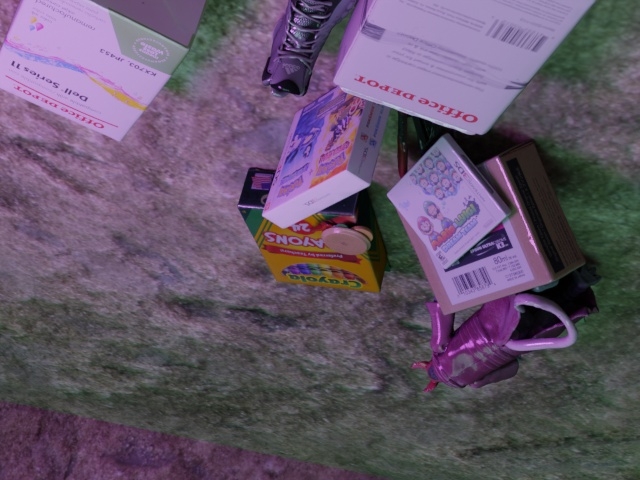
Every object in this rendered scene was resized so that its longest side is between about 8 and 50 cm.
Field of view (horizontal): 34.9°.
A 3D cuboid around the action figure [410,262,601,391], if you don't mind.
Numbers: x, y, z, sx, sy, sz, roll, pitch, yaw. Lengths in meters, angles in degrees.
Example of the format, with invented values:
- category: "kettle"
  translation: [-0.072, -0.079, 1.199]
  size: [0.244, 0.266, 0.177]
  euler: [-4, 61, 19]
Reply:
- category: "action figure"
  translation: [0.301, 0.172, 1.713]
  size: [0.248, 0.275, 0.370]
  euler: [38, 121, -16]

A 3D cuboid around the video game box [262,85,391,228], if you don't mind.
- category: "video game box"
  translation: [0.012, -0.128, 1.390]
  size: [0.048, 0.187, 0.205]
  euler: [28, 149, -26]

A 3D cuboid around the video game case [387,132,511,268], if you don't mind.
- category: "video game case"
  translation: [0.179, -0.053, 1.449]
  size: [0.143, 0.019, 0.157]
  euler: [53, 139, 9]

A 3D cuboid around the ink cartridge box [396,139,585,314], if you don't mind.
- category: "ink cartridge box"
  translation: [0.242, -0.012, 1.493]
  size: [0.235, 0.088, 0.193]
  euler: [-26, 88, 52]

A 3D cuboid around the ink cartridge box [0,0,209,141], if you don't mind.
- category: "ink cartridge box"
  translation: [-0.311, -0.258, 1.371]
  size: [0.207, 0.119, 0.353]
  euler: [24, 151, -19]

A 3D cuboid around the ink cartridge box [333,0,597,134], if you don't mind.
- category: "ink cartridge box"
  translation: [0.155, -0.260, 1.143]
  size: [0.207, 0.117, 0.283]
  euler: [18, 152, -9]

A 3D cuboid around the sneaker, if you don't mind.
- category: "sneaker"
  translation: [-0.016, -0.246, 1.238]
  size: [0.086, 0.132, 0.228]
  euler: [18, 153, -7]

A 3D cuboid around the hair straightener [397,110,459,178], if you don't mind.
- category: "hair straightener"
  translation: [0.150, -0.162, 1.433]
  size: [0.089, 0.047, 0.230]
  euler: [-7, 145, 2]

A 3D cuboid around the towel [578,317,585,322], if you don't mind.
- category: "towel"
  translation: [0.413, 0.106, 1.830]
  size: [0.113, 0.023, 0.152]
  euler: [4, 154, 24]

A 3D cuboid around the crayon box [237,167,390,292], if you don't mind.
- category: "crayon box"
  translation: [0.000, 0.000, 1.757]
  size: [0.202, 0.081, 0.318]
  euler: [5, 152, 17]

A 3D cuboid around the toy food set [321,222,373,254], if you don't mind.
- category: "toy food set"
  translation: [0.040, -0.003, 1.620]
  size: [0.083, 0.020, 0.083]
  euler: [13, 153, 1]
